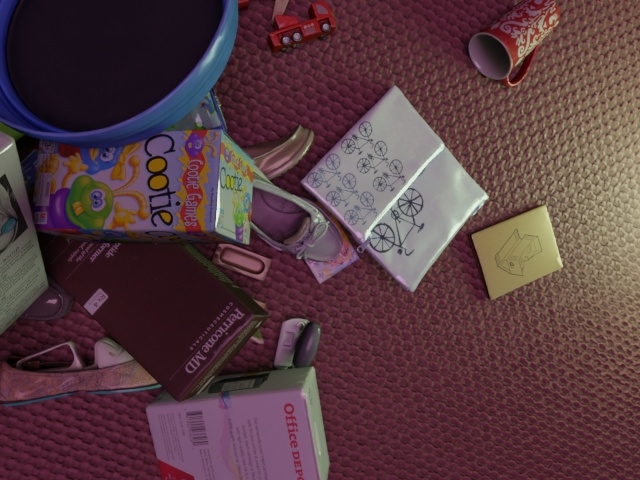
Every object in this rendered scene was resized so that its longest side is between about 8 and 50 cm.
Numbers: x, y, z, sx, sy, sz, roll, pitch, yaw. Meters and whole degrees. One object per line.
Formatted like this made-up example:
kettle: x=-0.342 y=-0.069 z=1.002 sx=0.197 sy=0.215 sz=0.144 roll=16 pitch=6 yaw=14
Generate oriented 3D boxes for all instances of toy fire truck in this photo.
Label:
toy fire truck: x=-0.077 y=-0.453 z=0.969 sx=0.192 sy=0.047 sz=0.135 roll=-23 pitch=98 yaw=-10

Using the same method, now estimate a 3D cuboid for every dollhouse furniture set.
dollhouse furniture set: x=-0.159 y=0.097 z=0.962 sx=0.144 sy=0.123 sz=0.151 roll=22 pitch=90 yaw=-13

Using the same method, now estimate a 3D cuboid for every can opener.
can opener: x=-0.068 y=0.297 z=1.022 sx=0.074 sy=0.093 sz=0.280 roll=12 pitch=97 yaw=-13

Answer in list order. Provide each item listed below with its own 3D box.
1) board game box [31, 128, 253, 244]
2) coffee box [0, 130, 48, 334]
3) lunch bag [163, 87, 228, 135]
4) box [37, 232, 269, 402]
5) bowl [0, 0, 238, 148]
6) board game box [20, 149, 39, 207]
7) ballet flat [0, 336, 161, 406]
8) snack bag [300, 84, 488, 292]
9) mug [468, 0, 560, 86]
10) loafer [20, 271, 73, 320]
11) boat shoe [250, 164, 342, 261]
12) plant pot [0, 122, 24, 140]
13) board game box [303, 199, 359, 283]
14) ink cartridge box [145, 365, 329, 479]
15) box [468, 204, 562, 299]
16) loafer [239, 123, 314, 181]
board game box: x=-0.256 y=-0.071 z=0.729 sx=0.275 sy=0.144 sz=0.142 roll=0 pitch=82 yaw=11
coffee box: x=-0.593 y=0.015 z=0.555 sx=0.338 sy=0.334 sz=0.338 roll=28 pitch=49 yaw=1
lunch bag: x=-0.294 y=-0.221 z=0.925 sx=0.219 sy=0.090 sz=0.176 roll=-19 pitch=101 yaw=-8
box: x=-0.300 y=0.078 z=0.863 sx=0.381 sy=0.143 sz=0.191 roll=40 pitch=86 yaw=7
bowl: x=-0.301 y=-0.308 z=0.668 sx=0.391 sy=0.077 sz=0.390 roll=-1 pitch=78 yaw=6
board game box: x=-0.541 y=-0.074 z=0.861 sx=0.201 sy=0.136 sz=0.035 roll=-45 pitch=102 yaw=-5
ballet flat: x=-0.449 y=0.243 z=0.929 sx=0.316 sy=0.107 sz=0.106 roll=-4 pitch=89 yaw=-13
snack bag: x=0.172 y=-0.104 z=1.020 sx=0.342 sy=0.037 sz=0.323 roll=47 pitch=70 yaw=-12
mug: x=0.421 y=-0.436 z=1.061 sx=0.169 sy=0.150 sz=0.113 roll=-42 pitch=65 yaw=-10
loafer: x=-0.618 y=0.077 z=0.870 sx=0.320 sy=0.111 sz=0.112 roll=18 pitch=91 yaw=-13
boat shoe: x=-0.075 y=-0.040 z=0.914 sx=0.118 sy=0.103 sz=0.320 roll=-44 pitch=124 yaw=10
plant pot: x=-0.562 y=-0.257 z=0.795 sx=0.254 sy=0.276 sz=0.276 roll=-34 pitch=101 yaw=-19
board game box: x=0.000 y=0.000 z=1.036 sx=0.103 sy=0.026 sz=0.154 roll=-33 pitch=101 yaw=-7
ink cartridge box: x=-0.151 y=0.382 z=0.944 sx=0.306 sy=0.131 sz=0.226 roll=-8 pitch=96 yaw=7
box: x=0.458 y=0.027 z=1.138 sx=0.201 sy=0.021 sz=0.164 roll=-22 pitch=99 yaw=-10
loafer: x=-0.132 y=-0.152 z=0.957 sx=0.268 sy=0.102 sz=0.092 roll=-38 pitch=107 yaw=-6
